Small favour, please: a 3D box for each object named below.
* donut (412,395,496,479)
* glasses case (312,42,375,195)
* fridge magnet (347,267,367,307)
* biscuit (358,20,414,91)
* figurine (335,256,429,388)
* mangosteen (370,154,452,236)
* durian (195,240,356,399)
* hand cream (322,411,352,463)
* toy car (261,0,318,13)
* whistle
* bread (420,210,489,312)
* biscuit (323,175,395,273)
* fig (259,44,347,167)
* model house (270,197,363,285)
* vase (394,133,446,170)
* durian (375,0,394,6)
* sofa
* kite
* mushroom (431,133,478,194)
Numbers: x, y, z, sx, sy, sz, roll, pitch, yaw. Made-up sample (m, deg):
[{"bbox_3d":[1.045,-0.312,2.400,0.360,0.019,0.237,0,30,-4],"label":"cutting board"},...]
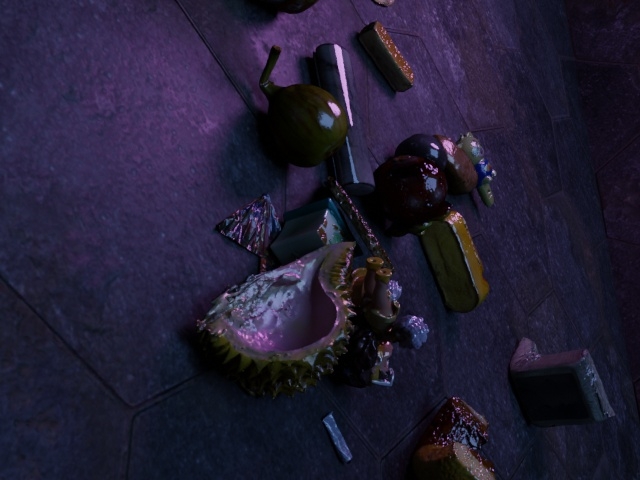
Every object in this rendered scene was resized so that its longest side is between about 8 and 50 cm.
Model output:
[{"bbox_3d":[0.244,0.416,1.382,0.112,0.151,0.295,51,17,-4],"label":"donut"},{"bbox_3d":[0.050,-0.243,1.448,0.114,0.060,0.299,10,68,-59],"label":"glasses case"},{"bbox_3d":[0.091,0.120,1.343,0.143,0.063,0.142,23,61,-50],"label":"fridge magnet"},{"bbox_3d":[0.158,-0.434,1.698,0.188,0.056,0.052,48,42,-35],"label":"biscuit"},{"bbox_3d":[0.090,0.144,1.208,0.116,0.240,0.174,7,28,-20],"label":"figurine"},{"bbox_3d":[0.190,-0.089,1.493,0.166,0.166,0.180,-56,131,-50],"label":"mangosteen"},{"bbox_3d":[-0.030,0.150,1.079,0.305,0.186,0.195,-36,142,-44],"label":"durian"},{"bbox_3d":[0.028,0.335,1.202,0.030,0.019,0.093,-28,93,-55],"label":"hand cream"},{"bbox_3d":[-0.098,-0.529,1.317,0.235,0.145,0.234,7,79,-36],"label":"toy car"},{"bbox_3d":[0.426,-0.193,1.958,0.105,0.085,0.227,-46,115,-43],"label":"whistle"},{"bbox_3d":[0.317,0.047,1.678,0.094,0.102,0.245,-31,100,-54],"label":"bread"},{"bbox_3d":[0.058,-0.046,1.279,0.236,0.026,0.131,59,3,35],"label":"biscuit"},{"bbox_3d":[-0.043,-0.215,1.250,0.186,0.148,0.142,29,58,3],"label":"fig"},{"bbox_3d":[0.000,0.000,1.223,0.127,0.101,0.148,58,30,-27],"label":"model house"},{"bbox_3d":[0.216,-0.148,1.617,0.120,0.120,0.182,36,63,-43],"label":"vase"},{"bbox_3d":[0.153,-0.635,1.811,0.130,0.052,0.066,-12,124,-54],"label":"durian"},{"bbox_3d":[0.645,0.371,1.904,0.176,0.226,0.210,-38,105,-51],"label":"sofa"},{"bbox_3d":[-0.088,0.005,1.180,0.232,0.009,0.189,32,50,-45],"label":"kite"},{"bbox_3d":[0.349,-0.183,1.853,0.209,0.072,0.094,51,51,-31],"label":"mushroom"}]
